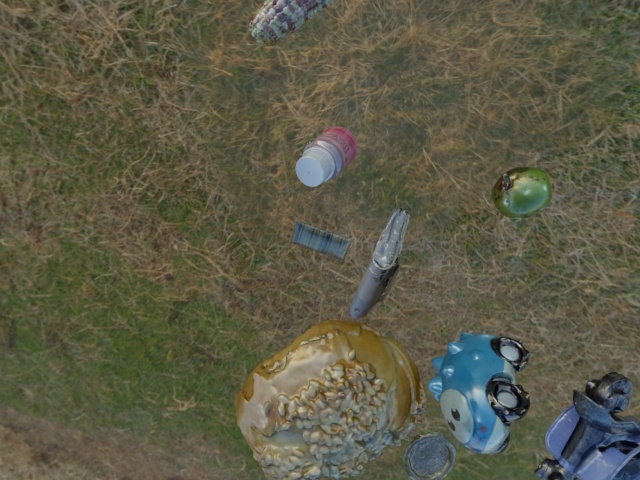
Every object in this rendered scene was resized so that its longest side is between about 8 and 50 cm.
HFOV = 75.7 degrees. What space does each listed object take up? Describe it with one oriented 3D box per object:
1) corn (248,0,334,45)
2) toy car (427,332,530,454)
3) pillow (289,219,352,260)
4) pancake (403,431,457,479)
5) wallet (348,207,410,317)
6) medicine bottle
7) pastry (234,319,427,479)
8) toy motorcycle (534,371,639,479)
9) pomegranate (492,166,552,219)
[{"bbox_3d":[-0.014,-0.396,0.654,0.237,0.079,0.079,-39,102,8],"label":"corn"},{"bbox_3d":[0.333,0.316,0.895,0.189,0.255,0.189,14,131,15],"label":"toy car"},{"bbox_3d":[0.000,0.000,1.384,0.203,0.038,0.113,20,137,0],"label":"pillow"},{"bbox_3d":[0.213,0.422,0.801,0.114,0.011,0.115,-2,101,-10],"label":"pancake"},{"bbox_3d":[0.128,0.054,0.838,0.069,0.170,0.231,26,148,9],"label":"wallet"},{"bbox_3d":[0.019,-0.273,1.350,0.147,0.247,0.147,16,129,20],"label":"medicine bottle"},{"bbox_3d":[0.032,0.250,0.601,0.255,0.162,0.310,-52,140,9],"label":"pastry"},{"bbox_3d":[0.478,0.367,0.685,0.213,0.125,0.358,-47,117,-3],"label":"toy motorcycle"},{"bbox_3d":[0.585,-0.137,1.187,0.156,0.220,0.156,5,98,38],"label":"pomegranate"}]
